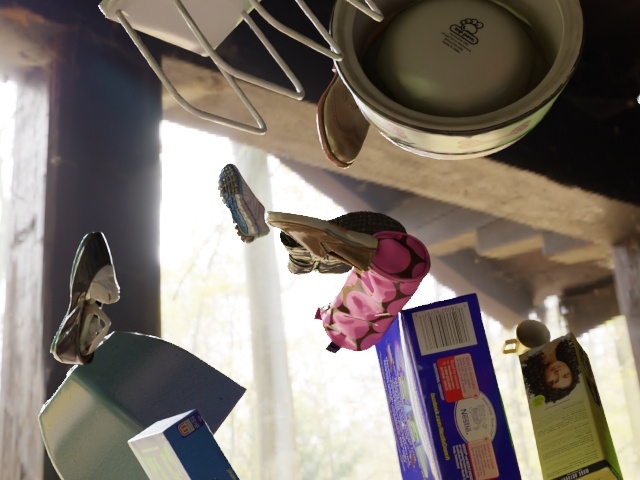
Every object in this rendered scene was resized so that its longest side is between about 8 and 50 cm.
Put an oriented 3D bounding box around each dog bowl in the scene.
[{"bbox_3d":[0.223,-0.314,1.582,0.408,0.408,0.150,-6,-26,4],"label":"dog bowl"}]

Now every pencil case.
[{"bbox_3d":[0.065,0.068,1.248,0.098,0.095,0.209,28,-39,0],"label":"pencil case"}]

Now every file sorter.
[{"bbox_3d":[-0.054,-0.269,1.028,0.278,0.173,0.193,-42,-21,19],"label":"file sorter"}]

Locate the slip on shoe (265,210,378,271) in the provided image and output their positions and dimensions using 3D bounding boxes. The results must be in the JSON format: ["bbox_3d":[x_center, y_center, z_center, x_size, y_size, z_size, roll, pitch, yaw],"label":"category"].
[{"bbox_3d":[0.000,0.000,1.035,0.135,0.041,0.051,17,-5,-29],"label":"slip on shoe"}]

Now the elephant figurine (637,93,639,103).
[{"bbox_3d":[0.410,-0.177,0.960,0.239,0.169,0.186,18,-27,-36],"label":"elephant figurine"}]

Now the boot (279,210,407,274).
[{"bbox_3d":[0.047,0.015,1.798,0.246,0.083,0.161,1,-24,10],"label":"boot"}]

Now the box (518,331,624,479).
[{"bbox_3d":[0.319,0.229,1.222,0.087,0.232,0.058,-30,-57,21],"label":"box"}]

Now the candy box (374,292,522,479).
[{"bbox_3d":[0.175,0.238,1.418,0.122,0.268,0.317,-11,-10,-8],"label":"candy box"}]

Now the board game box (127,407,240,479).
[{"bbox_3d":[-0.118,0.287,1.015,0.047,0.210,0.160,-32,-1,-28],"label":"board game box"}]

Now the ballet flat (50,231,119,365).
[{"bbox_3d":[-0.321,0.089,1.337,0.074,0.203,0.074,19,15,-5],"label":"ballet flat"}]

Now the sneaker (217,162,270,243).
[{"bbox_3d":[-0.170,-0.086,2.145,0.071,0.190,0.083,-25,-7,40],"label":"sneaker"}]

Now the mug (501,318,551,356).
[{"bbox_3d":[0.366,0.181,1.694,0.078,0.062,0.064,16,-35,9],"label":"mug"}]

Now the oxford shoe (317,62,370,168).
[{"bbox_3d":[0.084,-0.329,2.148,0.123,0.348,0.130,25,-29,-32],"label":"oxford shoe"}]

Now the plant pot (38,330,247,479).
[{"bbox_3d":[-0.327,0.307,1.627,0.252,0.248,0.247,40,-59,0],"label":"plant pot"}]
